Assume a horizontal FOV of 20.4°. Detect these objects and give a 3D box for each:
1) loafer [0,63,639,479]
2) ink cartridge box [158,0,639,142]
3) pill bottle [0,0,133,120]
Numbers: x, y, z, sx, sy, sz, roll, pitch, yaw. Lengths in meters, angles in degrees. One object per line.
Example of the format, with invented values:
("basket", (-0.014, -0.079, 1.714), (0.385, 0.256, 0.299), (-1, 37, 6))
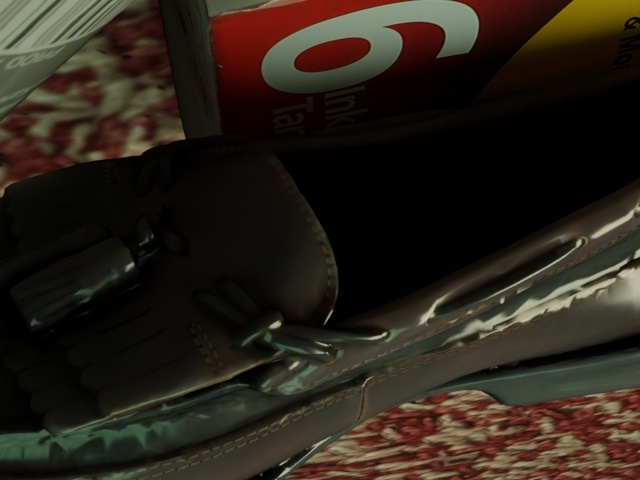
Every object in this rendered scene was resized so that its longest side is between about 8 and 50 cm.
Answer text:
("loafer", (0.000, 0.000, 0.482), (0.302, 0.109, 0.095), (-11, 138, -27))
("ink cartridge box", (0.084, -0.084, 0.618), (0.272, 0.130, 0.309), (-16, 157, -5))
("pill bottle", (-0.146, -0.078, 0.395), (0.176, 0.176, 0.318), (7, 147, -46))
